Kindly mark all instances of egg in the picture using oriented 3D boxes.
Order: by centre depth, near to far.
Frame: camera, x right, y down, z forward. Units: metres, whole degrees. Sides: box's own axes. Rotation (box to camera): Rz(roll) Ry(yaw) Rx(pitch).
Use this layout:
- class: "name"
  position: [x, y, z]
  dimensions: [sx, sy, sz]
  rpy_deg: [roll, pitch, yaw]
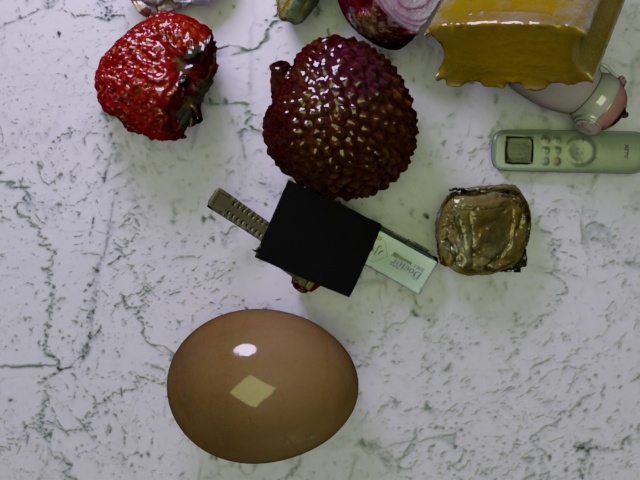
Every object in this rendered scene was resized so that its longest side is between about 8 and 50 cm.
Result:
- class: "egg"
  position: [-0.113, 0.283, 1.632]
  dimensions: [0.374, 0.301, 0.300]
  rpy_deg: [-6, 93, 3]

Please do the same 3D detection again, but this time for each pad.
- class: "pad"
  position: [0.000, 0.000, 1.614]
  dimensions: [0.243, 0.004, 0.163]
  rpy_deg: [25, 90, -32]

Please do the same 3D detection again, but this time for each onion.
- class: "onion"
  position: [0.123, -0.496, 1.610]
  dimensions: [0.206, 0.207, 0.216]
  rpy_deg: [39, 72, -13]

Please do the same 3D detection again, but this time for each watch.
- class: "watch"
  position: [-0.097, 0.004, 1.660]
  dimensions: [0.268, 0.165, 0.102]
  rpy_deg: [35, 95, -35]

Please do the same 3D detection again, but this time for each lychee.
- class: "lychee"
  position: [0.035, -0.235, 1.601]
  dimensions: [0.330, 0.306, 0.306]
  rpy_deg: [31, 95, -11]

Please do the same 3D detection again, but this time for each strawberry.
- class: "strawberry"
  position: [-0.332, -0.330, 1.646]
  dimensions: [0.258, 0.261, 0.261]
  rpy_deg: [25, 94, -2]

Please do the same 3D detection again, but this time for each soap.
- class: "soap"
  position: [0.389, -0.435, 1.524]
  dimensions: [0.294, 0.156, 0.335]
  rpy_deg: [9, 55, 33]

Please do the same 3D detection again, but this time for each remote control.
- class: "remote control"
  position: [0.505, -0.181, 1.697]
  dimensions: [0.310, 0.038, 0.090]
  rpy_deg: [3, 93, 4]

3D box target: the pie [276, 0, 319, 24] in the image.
- class: "pie"
  position: [-0.021, -0.548, 1.649]
  dimensions: [0.090, 0.201, 0.247]
  rpy_deg: [17, 101, -22]

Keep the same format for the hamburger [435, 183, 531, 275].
- class: "hamburger"
  position: [0.325, -0.023, 1.688]
  dimensions: [0.206, 0.130, 0.183]
  rpy_deg: [-2, 95, -15]

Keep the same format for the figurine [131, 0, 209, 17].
- class: "figurine"
  position: [-0.279, -0.544, 1.679]
  dimensions: [0.237, 0.141, 0.162]
  rpy_deg: [-24, 81, 4]

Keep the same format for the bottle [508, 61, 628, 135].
- class: "bottle"
  position: [0.501, -0.306, 1.643]
  dimensions: [0.237, 0.147, 0.147]
  rpy_deg: [34, 95, -6]

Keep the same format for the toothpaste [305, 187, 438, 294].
- class: "toothpaste"
  position: [0.089, -0.002, 1.722]
  dimensions: [0.313, 0.071, 0.089]
  rpy_deg: [29, 98, 1]
